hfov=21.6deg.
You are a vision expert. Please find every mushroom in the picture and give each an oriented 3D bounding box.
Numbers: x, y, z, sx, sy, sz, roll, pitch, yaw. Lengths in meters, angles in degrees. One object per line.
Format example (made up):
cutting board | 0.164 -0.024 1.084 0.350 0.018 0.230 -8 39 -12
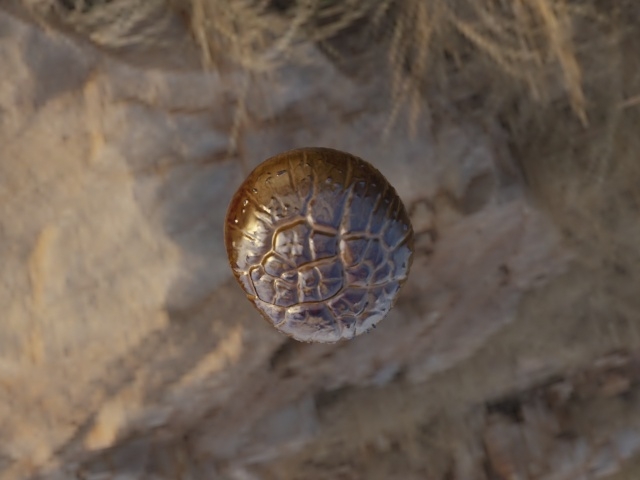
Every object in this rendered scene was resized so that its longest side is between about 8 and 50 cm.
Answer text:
mushroom | -0.002 0.005 1.026 0.126 0.085 0.109 45 129 -17
